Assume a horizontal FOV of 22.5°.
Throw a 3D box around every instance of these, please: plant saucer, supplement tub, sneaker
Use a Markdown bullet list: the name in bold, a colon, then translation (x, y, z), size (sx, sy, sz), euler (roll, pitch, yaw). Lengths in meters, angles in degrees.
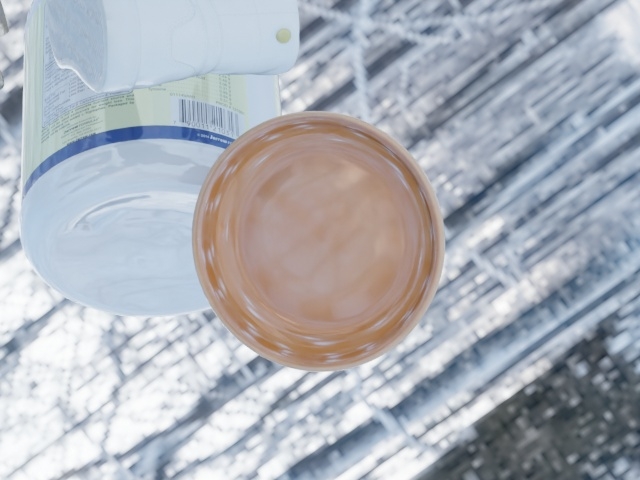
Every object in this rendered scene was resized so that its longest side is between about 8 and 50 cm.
- **plant saucer**: translation (0.000, 0.000, 1.236), size (0.200, 0.200, 0.037), euler (54, -164, 5)
- **supplement tub**: translation (-0.152, -0.121, 1.454), size (0.235, 0.235, 0.325), euler (41, -146, -47)
- **sneaker**: translation (-0.108, -0.175, 1.188), size (0.292, 0.169, 0.108), euler (-131, 39, -60)

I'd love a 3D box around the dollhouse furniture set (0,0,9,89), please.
- **dollhouse furniture set**: translation (-0.361, -0.070, 1.088), size (0.174, 0.303, 0.355), euler (51, 166, 11)
